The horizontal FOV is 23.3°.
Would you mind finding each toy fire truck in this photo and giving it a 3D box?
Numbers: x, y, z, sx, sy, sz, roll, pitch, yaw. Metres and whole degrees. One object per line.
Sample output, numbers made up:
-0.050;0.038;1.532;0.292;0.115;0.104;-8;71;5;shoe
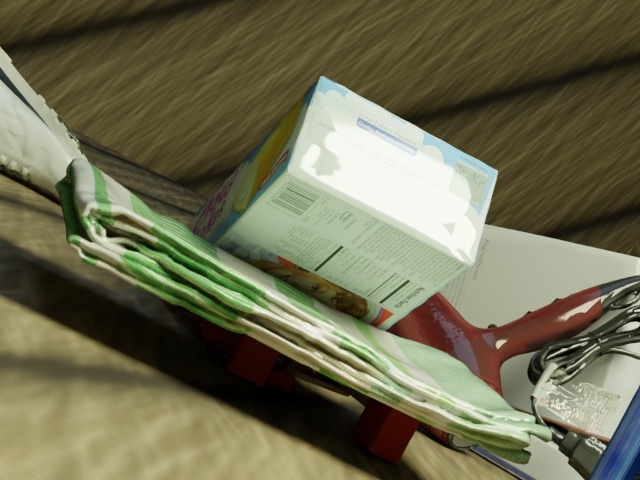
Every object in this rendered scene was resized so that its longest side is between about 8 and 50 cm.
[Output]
-0.012;0.089;1.117;0.135;0.047;0.192;27;2;-18;toy fire truck

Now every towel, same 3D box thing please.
-0.022;0.041;1.030;0.325;0.038;0.248;26;3;-15;towel

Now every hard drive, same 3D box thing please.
0.263;0.228;1.480;0.210;0.040;0.318;29;2;22;hard drive

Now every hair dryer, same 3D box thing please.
0.169;0.095;1.354;0.293;0.223;0.080;23;-38;19;hair dryer

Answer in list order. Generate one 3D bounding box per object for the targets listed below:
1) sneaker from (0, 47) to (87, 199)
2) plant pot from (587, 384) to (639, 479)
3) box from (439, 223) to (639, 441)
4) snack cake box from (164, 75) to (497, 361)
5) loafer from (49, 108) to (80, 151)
-0.318;-0.108;1.581;0.235;0.095;0.090;47;-19;6;sneaker
0.307;0.170;0.906;0.236;0.236;0.212;29;-4;33;plant pot
0.222;0.091;1.569;0.215;0.168;0.345;21;-4;-42;box
0.000;0.000;1.183;0.152;0.089;0.264;27;-31;-14;snack cake box
-0.344;-0.138;1.715;0.087;0.094;0.251;25;0;27;loafer
